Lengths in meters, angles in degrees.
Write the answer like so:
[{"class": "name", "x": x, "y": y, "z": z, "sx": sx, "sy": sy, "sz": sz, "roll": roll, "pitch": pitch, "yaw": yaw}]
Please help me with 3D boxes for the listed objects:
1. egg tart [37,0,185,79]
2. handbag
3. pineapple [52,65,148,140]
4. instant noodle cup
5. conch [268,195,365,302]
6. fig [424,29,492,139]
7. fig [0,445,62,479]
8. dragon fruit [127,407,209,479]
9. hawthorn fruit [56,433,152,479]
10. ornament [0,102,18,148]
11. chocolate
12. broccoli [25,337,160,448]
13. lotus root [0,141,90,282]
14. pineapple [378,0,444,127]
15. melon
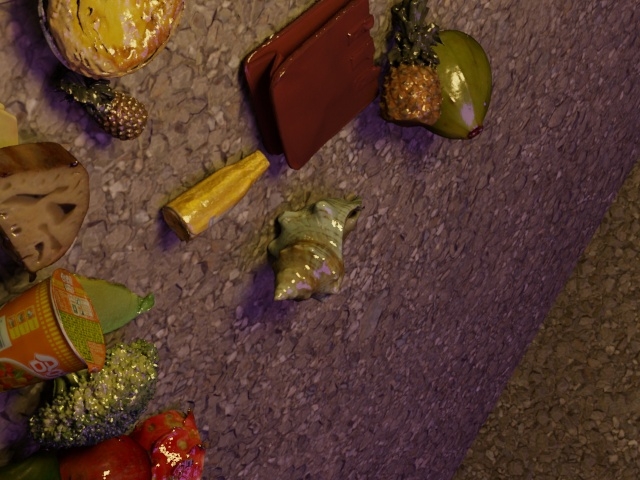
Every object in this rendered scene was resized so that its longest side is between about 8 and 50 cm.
[{"class": "egg tart", "x": -0.291, "y": -0.337, "z": 1.294, "sx": 0.234, "sy": 0.094, "sz": 0.234, "roll": -30, "pitch": 136, "yaw": -35}, {"class": "handbag", "x": -0.003, "y": -0.293, "z": 1.706, "sx": 0.275, "sy": 0.084, "sz": 0.260, "roll": -45, "pitch": 147, "yaw": -21}, {"class": "pineapple", "x": -0.327, "y": -0.204, "z": 1.383, "sx": 0.074, "sy": 0.074, "sz": 0.159, "roll": -57, "pitch": 143, "yaw": 0}, {"class": "instant noodle cup", "x": -0.444, "y": 0.153, "z": 1.413, "sx": 0.185, "sy": 0.168, "sz": 0.168, "roll": -23, "pitch": 144, "yaw": 5}, {"class": "conch", "x": -0.013, "y": -0.005, "z": 1.889, "sx": 0.203, "sy": 0.170, "sz": 0.386, "roll": -58, "pitch": -170, "yaw": 44}, {"class": "fig", "x": 0.275, "y": -0.309, "z": 1.930, "sx": 0.203, "sy": 0.225, "sz": 0.203, "roll": -26, "pitch": 154, "yaw": -14}, {"class": "fig", "x": -0.516, "y": 0.454, "z": 1.587, "sx": 0.244, "sy": 0.195, "sz": 0.195, "roll": -60, "pitch": 147, "yaw": -8}, {"class": "dragon fruit", "x": -0.326, "y": 0.465, "z": 1.855, "sx": 0.274, "sy": 0.161, "sz": 0.126, "roll": -55, "pitch": 149, "yaw": 1}, {"class": "hawthorn fruit", "x": -0.398, "y": 0.434, "z": 1.734, "sx": 0.202, "sy": 0.185, "sz": 0.185, "roll": -40, "pitch": 146, "yaw": -50}, {"class": "ornament", "x": -0.503, "y": -0.092, "z": 1.263, "sx": 0.201, "sy": 0.059, "sz": 0.180, "roll": -27, "pitch": 141, "yaw": -40}, {"class": "chocolate", "x": -0.178, "y": -0.089, "z": 1.664, "sx": 0.219, "sy": 0.086, "sz": 0.085, "roll": -42, "pitch": 144, "yaw": -26}, {"class": "broccoli", "x": -0.389, "y": 0.263, "z": 1.608, "sx": 0.198, "sy": 0.227, "sz": 0.176, "roll": 128, "pitch": -41, "yaw": -85}, {"class": "lotus root", "x": -0.412, "y": -0.058, "z": 1.337, "sx": 0.170, "sy": 0.074, "sz": 0.260, "roll": -38, "pitch": 156, "yaw": -26}, {"class": "pineapple", "x": 0.178, "y": -0.344, "z": 1.807, "sx": 0.128, "sy": 0.128, "sz": 0.247, "roll": 7, "pitch": 86, "yaw": -54}, {"class": "melon", "x": -0.385, "y": 0.106, "z": 1.604, "sx": 0.262, "sy": 0.053, "sz": 0.113, "roll": 1, "pitch": 98, "yaw": -57}]
